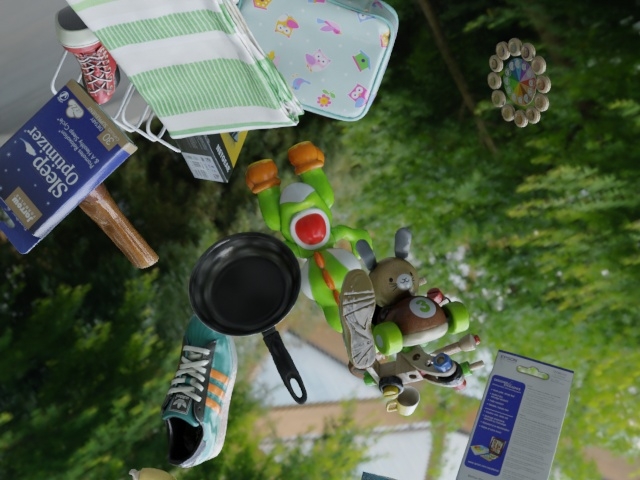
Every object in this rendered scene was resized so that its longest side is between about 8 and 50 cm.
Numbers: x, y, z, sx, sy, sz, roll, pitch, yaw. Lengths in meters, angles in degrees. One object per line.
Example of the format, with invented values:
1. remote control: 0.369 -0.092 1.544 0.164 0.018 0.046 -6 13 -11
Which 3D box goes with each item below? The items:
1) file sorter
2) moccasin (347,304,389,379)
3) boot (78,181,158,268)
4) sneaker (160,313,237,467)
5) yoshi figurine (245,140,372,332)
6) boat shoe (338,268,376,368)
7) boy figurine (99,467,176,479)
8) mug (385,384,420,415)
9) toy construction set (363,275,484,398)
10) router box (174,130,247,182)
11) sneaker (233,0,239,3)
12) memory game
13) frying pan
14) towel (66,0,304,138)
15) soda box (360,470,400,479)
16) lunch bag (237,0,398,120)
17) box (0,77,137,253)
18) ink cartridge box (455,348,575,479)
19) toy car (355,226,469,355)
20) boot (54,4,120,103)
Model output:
1. file sorter: -0.404 -0.329 1.949 0.173 0.277 0.193 -65 160 -2
2. moccasin: 0.156 0.209 2.502 0.380 0.139 0.147 -61 171 -52
3. boot: -0.422 -0.086 1.689 0.096 0.280 0.264 -47 -149 -18
4. sneaker: -0.233 0.283 1.717 0.108 0.302 0.121 6 -173 23
5. yoshi figurine: -0.007 0.009 1.750 0.203 0.362 0.203 -11 163 -46
6. boat shoe: 0.052 0.113 1.358 0.056 0.153 0.048 -14 -162 -17
7. boy figurine: -0.366 0.589 2.029 0.285 0.177 0.092 -5 -163 19
8. mug: 0.205 0.400 2.262 0.078 0.064 0.062 12 -129 8
9. toy construction set: 0.228 0.266 2.169 0.237 0.257 0.309 -24 154 22
10. router box: -0.215 -0.297 1.772 0.081 0.309 0.243 10 -116 17
11. sneaker: -0.197 -0.647 2.051 0.108 0.100 0.271 -39 158 -30
12. memory game: 0.408 -0.325 1.885 0.012 0.186 0.186 -17 -177 -27
13. frying pan: -0.081 0.113 1.538 0.197 0.326 0.053 -46 156 -15
14. towel: -0.193 -0.260 1.206 0.247 0.325 0.038 -1 -128 33
15. soda box: 0.148 0.486 1.708 0.210 0.071 0.067 -10 -116 65
16. lunch bag: -0.021 -0.335 1.569 0.108 0.279 0.224 -67 175 -57
17. box: -0.384 -0.102 1.284 0.225 0.136 0.036 -44 166 2
18. ink cartridge box: 0.411 0.415 1.932 0.175 0.069 0.371 15 -125 16
19. toy car: 0.129 0.077 1.486 0.155 0.188 0.149 -14 178 -23
20. boot: -0.356 -0.286 1.435 0.088 0.176 0.244 -4 -154 -6
